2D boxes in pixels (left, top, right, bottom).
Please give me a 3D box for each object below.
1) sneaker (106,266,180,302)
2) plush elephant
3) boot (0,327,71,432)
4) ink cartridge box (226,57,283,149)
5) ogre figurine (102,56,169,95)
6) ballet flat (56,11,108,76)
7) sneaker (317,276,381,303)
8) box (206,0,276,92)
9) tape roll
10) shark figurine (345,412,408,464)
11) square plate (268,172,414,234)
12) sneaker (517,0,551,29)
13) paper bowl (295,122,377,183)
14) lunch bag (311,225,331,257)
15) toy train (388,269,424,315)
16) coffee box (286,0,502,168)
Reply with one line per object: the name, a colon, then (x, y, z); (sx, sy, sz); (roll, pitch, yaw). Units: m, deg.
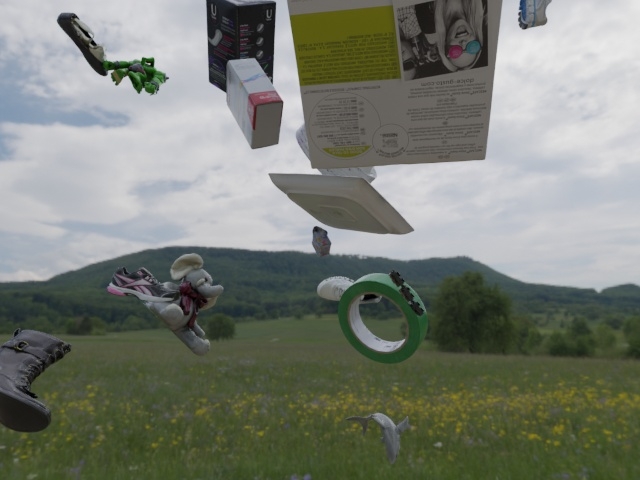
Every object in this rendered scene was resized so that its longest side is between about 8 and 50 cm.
sneaker: (-0.440, 0.108, 1.189); (0.178, 0.077, 0.072); (11, -4, -4)
plush elephant: (-0.473, 0.211, 1.739); (0.329, 0.255, 0.272); (22, -32, 44)
boot: (-0.660, 0.298, 1.087); (0.262, 0.091, 0.229); (23, 23, 7)
ink cartridge box: (-0.158, -0.323, 1.117); (0.072, 0.175, 0.128); (-16, -33, -23)
ogre figurine: (-0.553, -0.510, 1.459); (0.196, 0.097, 0.118); (14, 35, 28)
ballet flat: (-0.694, -0.589, 1.427); (0.074, 0.074, 0.203); (-7, -43, 26)
sneaker: (0.132, 0.228, 2.106); (0.291, 0.110, 0.118); (3, 12, -6)
box: (-0.240, -0.592, 1.434); (0.143, 0.165, 0.271); (-27, -39, -36)
tape roll: (0.218, 0.279, 1.696); (0.320, 0.322, 0.077); (-10, 12, 37)
shark figurine: (0.217, 0.695, 1.807); (0.116, 0.166, 0.278); (35, -9, -26)
square plate: (0.061, -0.098, 1.420); (0.343, 0.049, 0.347); (8, -18, 38)
sneaker: (0.591, -0.679, 1.300); (0.082, 0.191, 0.071); (-6, 14, -9)
paper bowl: (0.069, -0.290, 1.490); (0.148, 0.284, 0.284); (-44, -32, 22)
lunch bag: (0.000, 0.000, 1.525); (0.053, 0.083, 0.071); (-20, -29, -16)
toy train: (0.238, 0.145, 1.327); (0.027, 0.158, 0.036); (-37, 12, -11)
coffee box: (0.138, -0.367, 0.936); (0.337, 0.338, 0.335); (-2, -53, 8)
